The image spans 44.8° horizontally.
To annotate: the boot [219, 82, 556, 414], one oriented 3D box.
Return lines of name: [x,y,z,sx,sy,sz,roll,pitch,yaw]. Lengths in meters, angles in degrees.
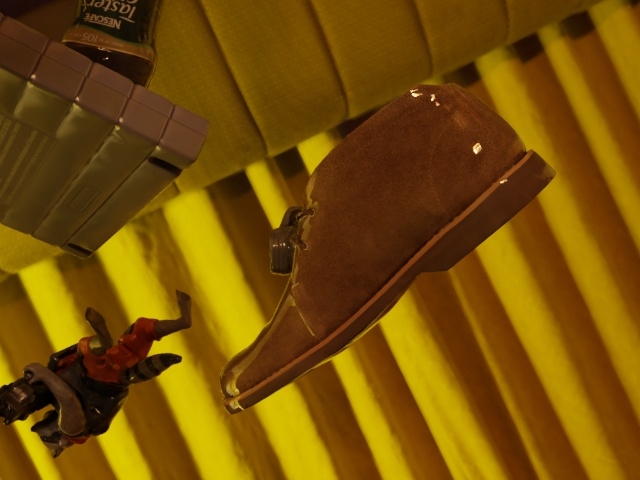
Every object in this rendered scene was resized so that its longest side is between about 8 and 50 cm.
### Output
boot: [0.016,0.012,0.574,0.305,0.115,0.112,-44,177,20]

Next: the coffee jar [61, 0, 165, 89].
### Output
coffee jar: [-0.203,-0.241,0.790,0.096,0.184,0.079,11,179,-6]

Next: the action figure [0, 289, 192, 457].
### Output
action figure: [-0.375,0.236,1.228,0.330,0.178,0.341,-50,171,29]

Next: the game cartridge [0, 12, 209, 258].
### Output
game cartridge: [-0.280,-0.088,0.765,0.355,0.230,0.068,-26,-141,55]

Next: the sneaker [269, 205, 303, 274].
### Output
sneaker: [0.000,0.000,1.161,0.130,0.087,0.227,2,-170,3]
